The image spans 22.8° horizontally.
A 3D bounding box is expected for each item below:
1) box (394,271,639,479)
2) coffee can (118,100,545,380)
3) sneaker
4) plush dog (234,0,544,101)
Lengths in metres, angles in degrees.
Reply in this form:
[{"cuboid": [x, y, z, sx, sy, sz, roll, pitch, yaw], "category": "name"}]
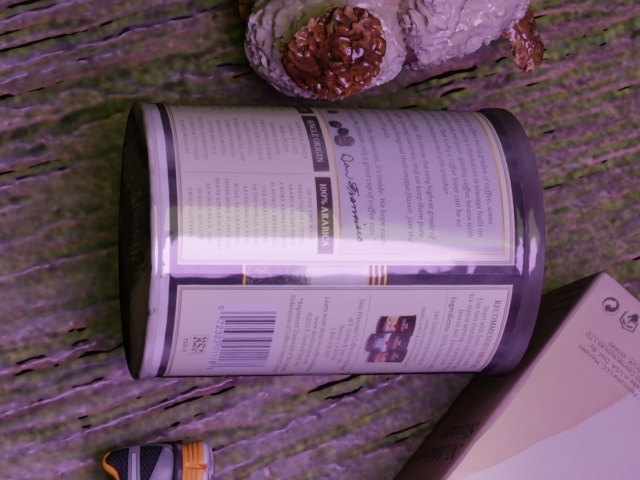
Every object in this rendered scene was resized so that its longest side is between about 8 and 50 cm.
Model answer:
[{"cuboid": [0.142, 0.184, 1.191, 0.121, 0.148, 0.311, 41, 72, -3], "category": "box"}, {"cuboid": [0.000, 0.000, 1.158, 0.275, 0.201, 0.202, 1, 80, -13], "category": "coffee can"}, {"cuboid": [-0.130, 0.249, 1.153, 0.083, 0.084, 0.215, 7, 75, 1], "category": "sneaker"}, {"cuboid": [0.045, -0.185, 1.212, 0.225, 0.262, 0.211, -26, 116, -9], "category": "plush dog"}]
